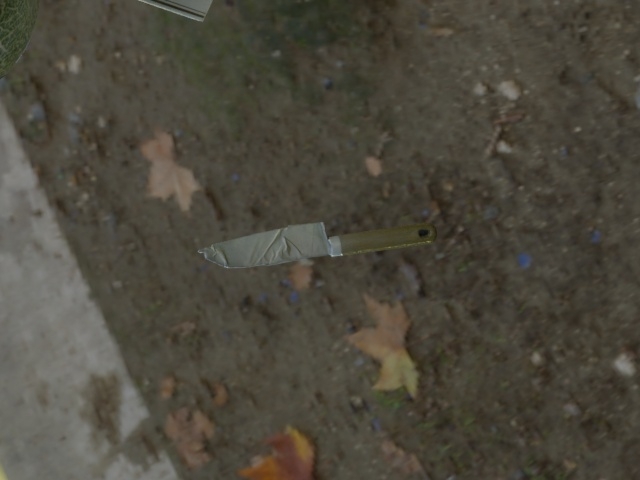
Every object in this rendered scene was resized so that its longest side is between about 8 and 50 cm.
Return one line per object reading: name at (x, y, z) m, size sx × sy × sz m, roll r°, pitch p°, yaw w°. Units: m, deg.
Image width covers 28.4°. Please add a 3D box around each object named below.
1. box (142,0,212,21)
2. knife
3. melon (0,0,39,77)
box at (-0.125, -0.327, 1.271) m, size 0.029 × 0.109 × 0.198 m, roll 29°, pitch 102°, yaw 37°
knife at (-0.001, 0.000, 1.499) m, size 0.017 × 0.298 × 0.047 m, roll 176°, pitch 86°, yaw -72°
melon at (-0.316, -0.220, 1.180) m, size 0.093 × 0.139 × 0.202 m, roll 10°, pitch 126°, yaw -7°
